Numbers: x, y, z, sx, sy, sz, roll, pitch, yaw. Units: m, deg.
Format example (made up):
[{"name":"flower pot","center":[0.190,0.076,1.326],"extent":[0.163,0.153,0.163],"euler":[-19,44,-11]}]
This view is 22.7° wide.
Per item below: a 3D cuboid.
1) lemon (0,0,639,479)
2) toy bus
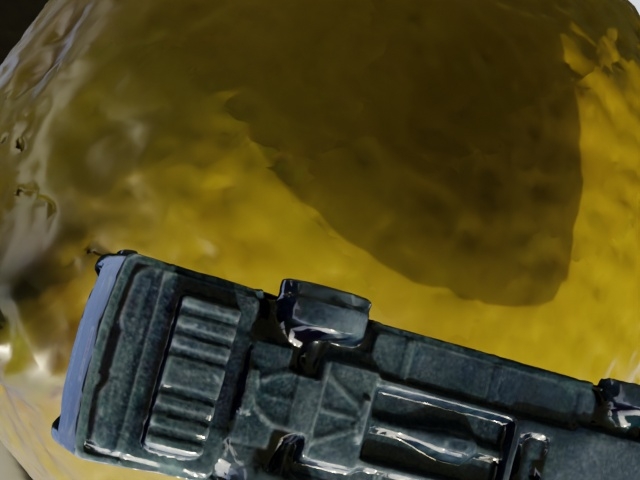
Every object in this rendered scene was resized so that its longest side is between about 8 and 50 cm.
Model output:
[{"name":"lemon","center":[0.007,-0.006,0.520],"extent":[0.253,0.228,0.228],"euler":[-40,-99,-19]},{"name":"toy bus","center":[0.024,0.043,0.350],"extent":[0.166,0.047,0.065],"euler":[17,175,-19]}]
